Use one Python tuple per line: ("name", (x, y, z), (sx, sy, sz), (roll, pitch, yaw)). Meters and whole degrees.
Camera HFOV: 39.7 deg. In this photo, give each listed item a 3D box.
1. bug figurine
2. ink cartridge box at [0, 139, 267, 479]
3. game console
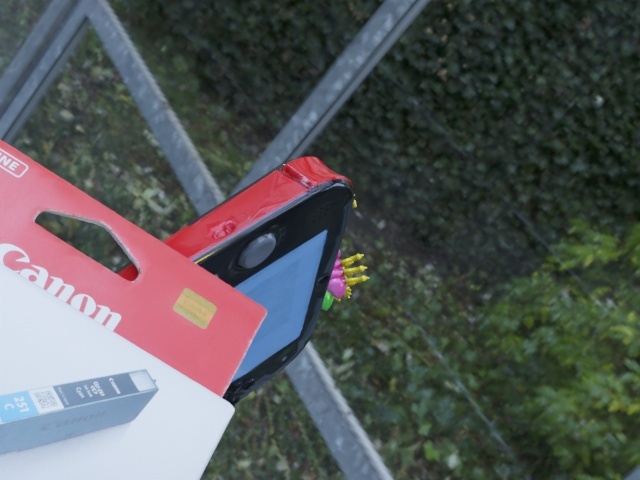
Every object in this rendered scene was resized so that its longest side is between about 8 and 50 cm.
("bug figurine", (0.000, 0.000, 1.453), (0.279, 0.072, 0.216), (134, -58, -72))
("ink cartridge box", (-0.193, 0.050, 0.587), (0.296, 0.066, 0.261), (33, 49, -7))
("game console", (-0.123, 0.105, 0.877), (0.342, 0.386, 0.060), (-37, 69, -29))
